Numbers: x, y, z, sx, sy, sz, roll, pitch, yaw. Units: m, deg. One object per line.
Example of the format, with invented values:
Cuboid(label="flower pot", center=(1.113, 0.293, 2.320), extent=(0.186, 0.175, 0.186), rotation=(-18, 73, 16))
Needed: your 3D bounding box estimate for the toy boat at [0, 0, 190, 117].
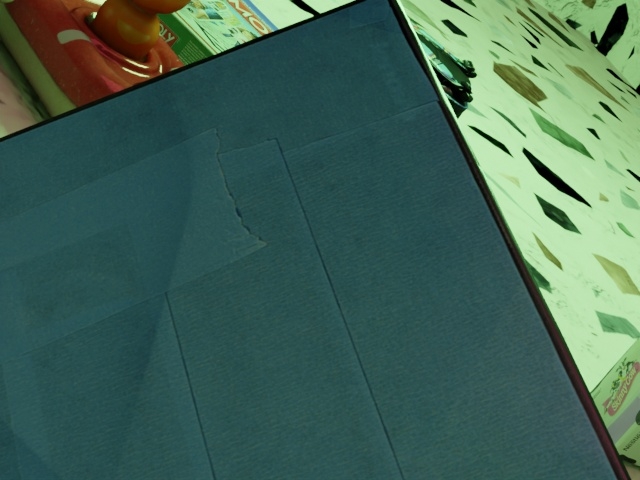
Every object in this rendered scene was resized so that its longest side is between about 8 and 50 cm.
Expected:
Cuboid(label="toy boat", center=(-0.150, -0.171, 1.048), extent=(0.151, 0.151, 0.231), rotation=(13, 32, -51))

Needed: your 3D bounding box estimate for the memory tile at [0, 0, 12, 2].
Cuboid(label="memory tile", center=(-0.294, -0.188, 0.965), extent=(0.113, 0.012, 0.148), rotation=(35, 36, 6))

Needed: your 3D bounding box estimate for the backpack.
Cuboid(label="backpack", center=(0.080, -0.189, 1.533), extent=(0.173, 0.117, 0.158), rotation=(37, 20, -6))

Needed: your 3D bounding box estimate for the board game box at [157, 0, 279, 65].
Cuboid(label="board game box", center=(-0.055, -0.150, 1.298), extent=(0.317, 0.046, 0.213), rotation=(45, 21, 7))

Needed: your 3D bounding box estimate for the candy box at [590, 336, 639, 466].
Cuboid(label="candy box", center=(0.363, 0.144, 1.237), extent=(0.196, 0.165, 0.070), rotation=(25, 22, -32))

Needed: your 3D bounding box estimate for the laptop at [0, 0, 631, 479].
Cuboid(label="laptop", center=(-0.138, 0.059, 0.359), extent=(0.408, 0.236, 0.382), rotation=(19, 38, -40))
